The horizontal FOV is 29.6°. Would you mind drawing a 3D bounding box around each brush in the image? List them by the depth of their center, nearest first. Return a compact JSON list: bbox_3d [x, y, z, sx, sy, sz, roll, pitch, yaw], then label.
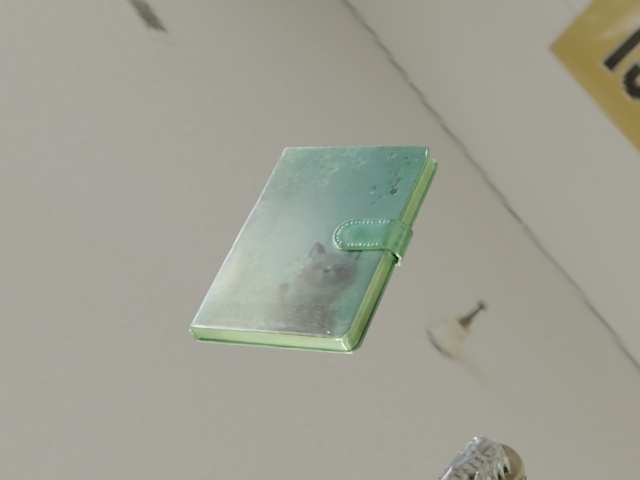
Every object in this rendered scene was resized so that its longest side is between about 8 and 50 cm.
[{"bbox_3d":[0.093,0.316,1.251,0.070,0.327,0.065,28,150,39],"label":"brush"}]

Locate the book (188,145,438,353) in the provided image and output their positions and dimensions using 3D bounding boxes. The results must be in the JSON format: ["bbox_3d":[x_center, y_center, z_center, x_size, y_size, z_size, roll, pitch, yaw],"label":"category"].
[{"bbox_3d":[0.000,0.000,0.645,0.017,0.103,0.135,61,-137,-40],"label":"book"}]
